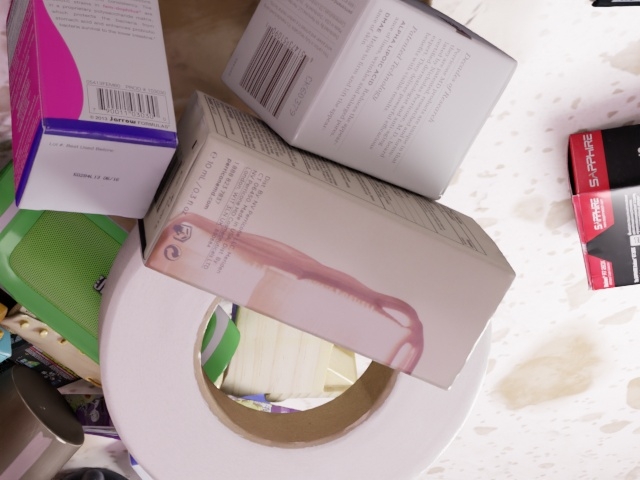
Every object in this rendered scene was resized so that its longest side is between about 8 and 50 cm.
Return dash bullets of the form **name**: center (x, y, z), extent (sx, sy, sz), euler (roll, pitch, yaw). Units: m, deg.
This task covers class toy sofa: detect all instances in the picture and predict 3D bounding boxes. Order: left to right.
- **toy sofa**: center (-0.025, 0.034, 1.521), extent (0.177, 0.150, 0.362), euler (-1, 145, -8)

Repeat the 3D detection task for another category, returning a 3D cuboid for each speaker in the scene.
- **speaker**: center (-0.228, 0.047, 1.391), extent (0.296, 0.131, 0.131), euler (40, 126, -14)

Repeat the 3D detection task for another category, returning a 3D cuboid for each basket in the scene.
- **basket**: center (-0.411, 0.267, 1.629), extent (0.227, 0.204, 0.154), euler (-41, 147, 5)

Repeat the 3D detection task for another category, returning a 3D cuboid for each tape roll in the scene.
- **tape roll**: center (-0.025, 0.096, 1.330), extent (0.392, 0.072, 0.392), euler (-3, 110, -10)

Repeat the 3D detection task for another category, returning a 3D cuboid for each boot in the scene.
- **boot**: center (-0.252, 0.105, 1.517), extent (0.262, 0.095, 0.203), euler (18, 162, 38)

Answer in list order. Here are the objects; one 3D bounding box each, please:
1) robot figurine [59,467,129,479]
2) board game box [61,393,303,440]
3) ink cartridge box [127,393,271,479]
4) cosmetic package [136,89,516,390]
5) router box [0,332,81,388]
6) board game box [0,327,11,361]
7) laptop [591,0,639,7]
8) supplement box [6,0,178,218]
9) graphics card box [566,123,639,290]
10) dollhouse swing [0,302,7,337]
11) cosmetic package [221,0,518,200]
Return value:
- **robot figurine**: center (-0.347, 0.450, 2.005), extent (0.173, 0.209, 0.278), euler (-26, 158, -38)
- **board game box**: center (-0.176, 0.228, 1.703), extent (0.347, 0.056, 0.208), euler (-6, 167, 40)
- **ink cartridge box**: center (-0.160, 0.306, 1.971), extent (0.223, 0.045, 0.224), euler (-14, 146, 3)
- **cosmetic package**: center (0.000, 0.000, 1.181), extent (0.296, 0.153, 0.129), euler (24, 104, -17)
- **router box**: center (-0.363, 0.148, 1.679), extent (0.092, 0.038, 0.122), euler (-21, 146, 14)
- **board game box**: center (-0.566, 0.138, 1.562), extent (0.336, 0.079, 0.254), euler (-32, 141, 27)
- **laptop**: center (0.403, -0.323, 1.257), extent (0.234, 0.136, 0.264), euler (-4, 120, -13)
- **supplement box**: center (-0.198, -0.140, 1.145), extent (0.111, 0.220, 0.114), euler (5, 144, -23)
- **graphics card box**: center (0.481, -0.054, 1.560), extent (0.371, 0.094, 0.233), euler (-8, 147, 13)
- **dollhouse swing**: center (-0.565, 0.110, 1.382), extent (0.315, 0.305, 0.347), euler (-37, 171, -42)
- **cosmetic package**: center (0.043, -0.153, 1.223), extent (0.184, 0.151, 0.151), euler (18, 108, -39)
